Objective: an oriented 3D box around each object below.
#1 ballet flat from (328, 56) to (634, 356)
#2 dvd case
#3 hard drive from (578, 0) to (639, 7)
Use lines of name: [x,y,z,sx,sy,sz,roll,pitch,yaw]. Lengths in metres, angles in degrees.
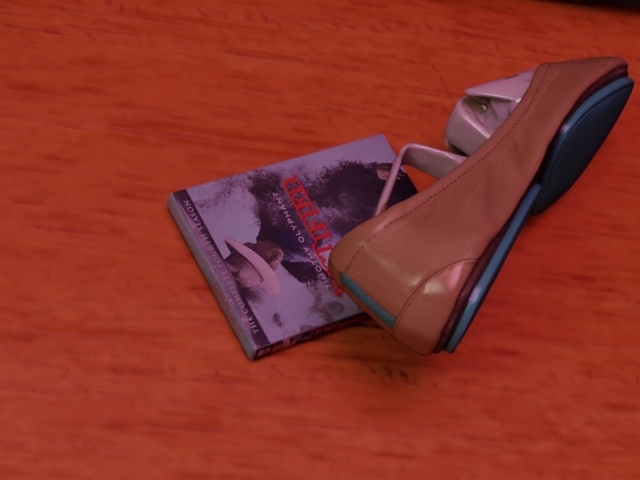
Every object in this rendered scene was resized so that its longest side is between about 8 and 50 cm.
ballet flat: [0.079,-0.037,0.701,0.073,0.080,0.232,30,41,12]
dvd case: [0.000,0.000,0.696,0.119,0.013,0.087,-17,66,-28]
hard drive: [0.032,-0.253,0.841,0.339,0.064,0.236,5,57,-19]
